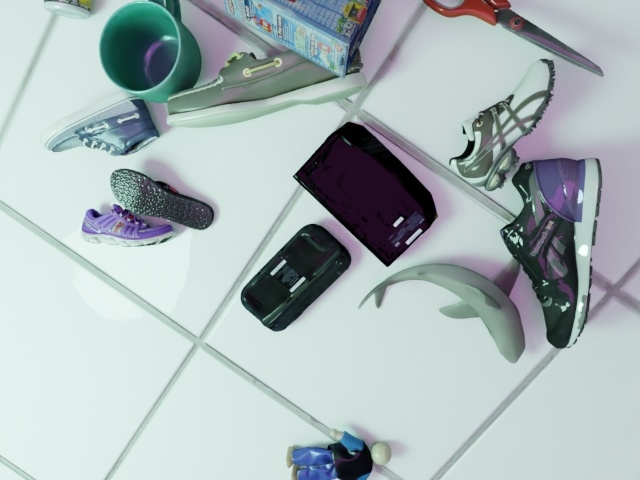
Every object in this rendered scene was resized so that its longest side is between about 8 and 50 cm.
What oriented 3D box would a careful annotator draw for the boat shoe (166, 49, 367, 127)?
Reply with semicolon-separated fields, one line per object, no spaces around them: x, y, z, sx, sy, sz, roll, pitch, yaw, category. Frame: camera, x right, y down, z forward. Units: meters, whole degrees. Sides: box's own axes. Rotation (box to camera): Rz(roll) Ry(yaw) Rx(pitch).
-0.087;-0.236;0.669;0.305;0.109;0.091;-12;99;4;boat shoe

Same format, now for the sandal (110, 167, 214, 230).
-0.269;-0.068;0.766;0.179;0.040;0.067;23;108;-13;sandal

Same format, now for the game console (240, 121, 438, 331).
0.000;0.000;0.738;0.213;0.044;0.361;45;103;-1;game console

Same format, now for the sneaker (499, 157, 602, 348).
0.336;0.019;0.678;0.124;0.107;0.283;3;99;22;sneaker

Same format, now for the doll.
0.035;0.396;0.813;0.189;0.046;0.128;-11;101;10;doll

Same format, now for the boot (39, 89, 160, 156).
-0.364;-0.170;0.737;0.190;0.069;0.086;-24;95;10;boot

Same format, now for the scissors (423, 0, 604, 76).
0.251;-0.304;0.626;0.109;0.021;0.297;-40;84;8;scissors

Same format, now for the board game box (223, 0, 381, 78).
-0.023;-0.336;0.606;0.194;0.060;0.194;20;66;5;board game box

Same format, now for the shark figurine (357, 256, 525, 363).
0.212;0.084;0.691;0.279;0.116;0.166;20;102;2;shark figurine

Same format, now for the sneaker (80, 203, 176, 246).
-0.333;-0.026;0.768;0.170;0.068;0.071;5;95;7;sneaker

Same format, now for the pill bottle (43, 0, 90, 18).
-0.393;-0.413;0.693;0.065;0.065;0.116;7;103;6;pill bottle

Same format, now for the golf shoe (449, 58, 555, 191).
0.260;-0.174;0.647;0.094;0.077;0.198;24;103;3;golf shoe

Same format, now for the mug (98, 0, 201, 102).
-0.239;-0.286;0.678;0.158;0.097;0.129;-42;86;10;mug
